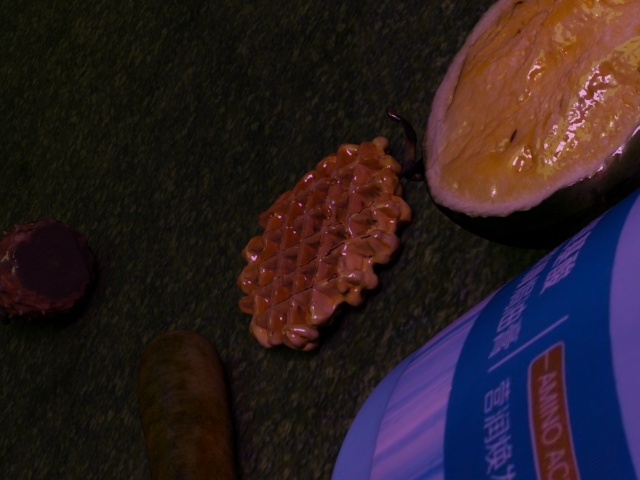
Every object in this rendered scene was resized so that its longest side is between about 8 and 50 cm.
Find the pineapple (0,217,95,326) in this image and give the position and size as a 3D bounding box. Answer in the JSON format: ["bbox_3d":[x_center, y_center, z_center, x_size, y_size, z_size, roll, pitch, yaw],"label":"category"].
[{"bbox_3d":[-0.301,0.041,1.663,0.197,0.108,0.108,-24,45,59],"label":"pineapple"}]

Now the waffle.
[{"bbox_3d":[-0.001,0.005,1.282,0.191,0.038,0.191,-37,37,35],"label":"waffle"}]

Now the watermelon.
[{"bbox_3d":[0.163,-0.079,1.004,0.232,0.127,0.204,-44,33,23],"label":"watermelon"}]

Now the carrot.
[{"bbox_3d":[-0.094,0.205,1.217,0.074,0.074,0.358,-44,34,27],"label":"carrot"}]

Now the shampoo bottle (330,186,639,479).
[{"bbox_3d":[0.222,0.101,0.549,0.342,0.331,0.331,-39,35,37],"label":"shampoo bottle"}]
